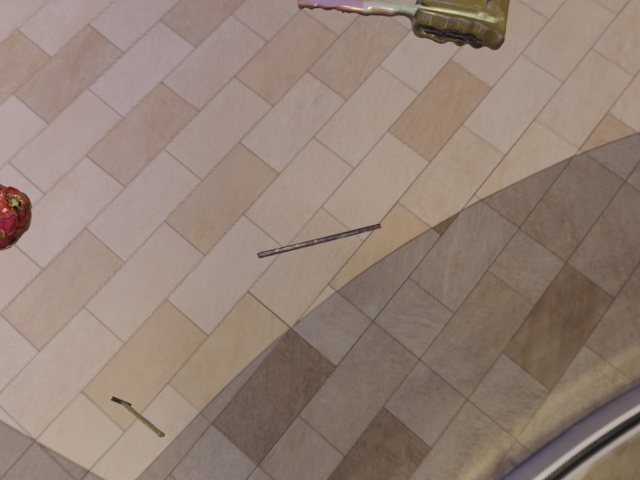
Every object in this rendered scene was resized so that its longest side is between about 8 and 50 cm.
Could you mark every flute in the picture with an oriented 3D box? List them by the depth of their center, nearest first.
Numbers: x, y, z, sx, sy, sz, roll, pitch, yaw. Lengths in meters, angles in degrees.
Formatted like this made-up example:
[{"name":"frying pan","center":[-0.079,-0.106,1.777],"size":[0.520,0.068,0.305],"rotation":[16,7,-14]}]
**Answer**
[{"name":"flute","center":[0.000,0.000,1.083],"size":[0.269,0.014,0.014],"rotation":[-14,76,-11]}]

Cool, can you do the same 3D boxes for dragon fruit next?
[{"name":"dragon fruit","center":[-0.448,-0.027,0.658],"size":[0.190,0.094,0.094],"rotation":[1,76,16]}]

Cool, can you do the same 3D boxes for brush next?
[{"name":"brush","center":[0.116,-0.329,0.744],"size":[0.301,0.071,0.084],"rotation":[9,71,1]}]

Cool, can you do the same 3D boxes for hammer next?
[{"name":"hammer","center":[-0.431,0.419,1.244],"size":[0.199,0.062,0.013],"rotation":[14,67,42]}]
